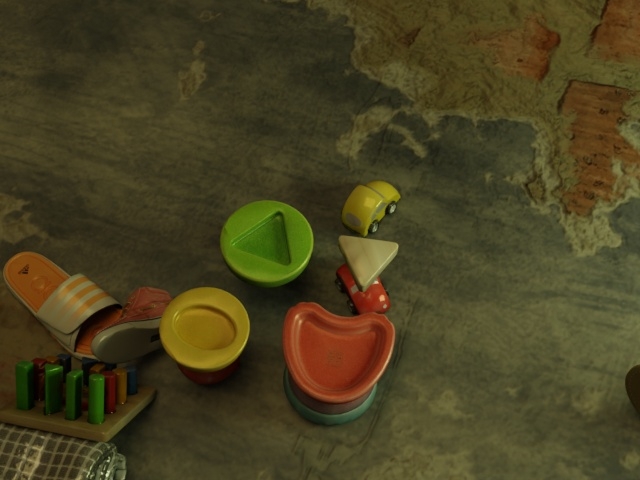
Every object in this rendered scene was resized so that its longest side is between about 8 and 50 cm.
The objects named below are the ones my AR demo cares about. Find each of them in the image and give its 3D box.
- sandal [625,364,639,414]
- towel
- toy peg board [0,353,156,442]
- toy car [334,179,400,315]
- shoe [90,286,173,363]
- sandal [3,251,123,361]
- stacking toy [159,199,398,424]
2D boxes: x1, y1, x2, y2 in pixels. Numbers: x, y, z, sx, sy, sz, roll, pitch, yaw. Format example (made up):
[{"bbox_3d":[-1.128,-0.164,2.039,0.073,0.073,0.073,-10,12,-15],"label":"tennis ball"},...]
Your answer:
[{"bbox_3d":[0.508,0.227,1.425,0.240,0.088,0.079,33,37,19],"label":"sandal"},{"bbox_3d":[-0.409,0.375,1.446,0.235,0.121,0.284,9,60,16],"label":"towel"},{"bbox_3d":[-0.329,0.195,1.520,0.161,0.079,0.160,9,17,14],"label":"toy peg board"},{"bbox_3d":[0.000,0.000,1.654,0.224,0.053,0.239,2,58,11],"label":"toy car"},{"bbox_3d":[-0.267,0.118,1.586,0.178,0.064,0.081,-14,42,-44],"label":"shoe"},{"bbox_3d":[-0.391,0.086,1.653,0.265,0.076,0.102,31,68,25],"label":"sandal"},{"bbox_3d":[-0.044,0.108,1.563,0.308,0.130,0.280,17,61,7],"label":"stacking toy"}]
